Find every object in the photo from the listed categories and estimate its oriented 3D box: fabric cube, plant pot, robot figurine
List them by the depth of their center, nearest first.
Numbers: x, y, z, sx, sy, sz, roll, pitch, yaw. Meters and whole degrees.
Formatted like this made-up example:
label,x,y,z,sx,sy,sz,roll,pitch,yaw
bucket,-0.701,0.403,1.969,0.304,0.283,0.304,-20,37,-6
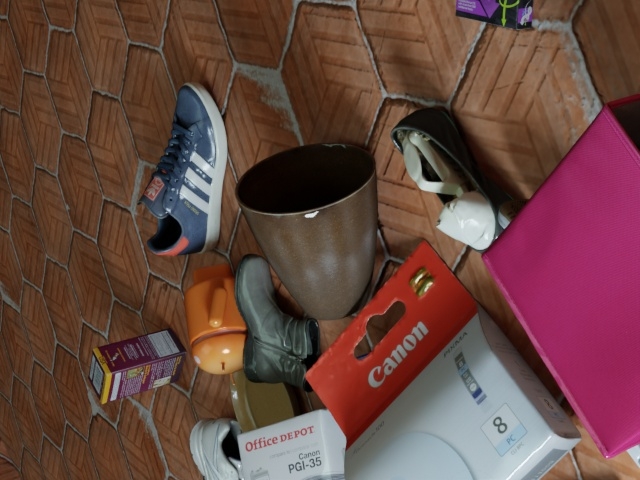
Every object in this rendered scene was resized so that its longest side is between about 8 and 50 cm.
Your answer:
label,x,y,z,sx,sy,sz,roll,pitch,yaw
fabric cube,0.366,0.018,1.105,0.254,0.259,0.258,60,147,22
plant pot,0.000,0.000,1.744,0.215,0.215,0.230,29,141,49
robot figurine,-0.187,0.154,2.114,0.158,0.128,0.219,-38,54,44
plant pot,-0.100,0.316,2.162,0.236,0.032,0.236,28,125,49

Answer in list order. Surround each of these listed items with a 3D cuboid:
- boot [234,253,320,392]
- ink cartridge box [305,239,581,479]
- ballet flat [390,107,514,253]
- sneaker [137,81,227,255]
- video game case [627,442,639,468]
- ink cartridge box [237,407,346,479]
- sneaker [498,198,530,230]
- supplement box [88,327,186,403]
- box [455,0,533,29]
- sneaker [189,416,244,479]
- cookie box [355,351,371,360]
label,x,y,z,sx,sy,sz,roll,pitch,yaw
boot,-0.064,0.143,2.012,0.161,0.083,0.246,-3,94,42
ink cartridge box,0.133,0.227,1.584,0.308,0.091,0.385,-50,54,21
ballet flat,0.181,-0.060,1.510,0.280,0.096,0.095,56,143,28
sneaker,-0.270,-0.123,2.138,0.131,0.148,0.350,32,128,48
video game case,0.415,0.235,1.166,0.183,0.201,0.023,57,135,27
ink cartridge box,-0.014,0.436,1.893,0.207,0.117,0.282,-23,70,36
sneaker,0.305,0.075,1.370,0.282,0.099,0.153,42,134,37
supplement box,-0.398,0.270,2.457,0.080,0.188,0.104,54,142,32
box,0.217,-0.350,1.401,0.116,0.029,0.162,27,123,50
sneaker,-0.177,0.497,2.290,0.129,0.111,0.297,-29,79,51
cookie box,0.078,0.251,1.849,0.107,0.040,0.092,61,146,23
